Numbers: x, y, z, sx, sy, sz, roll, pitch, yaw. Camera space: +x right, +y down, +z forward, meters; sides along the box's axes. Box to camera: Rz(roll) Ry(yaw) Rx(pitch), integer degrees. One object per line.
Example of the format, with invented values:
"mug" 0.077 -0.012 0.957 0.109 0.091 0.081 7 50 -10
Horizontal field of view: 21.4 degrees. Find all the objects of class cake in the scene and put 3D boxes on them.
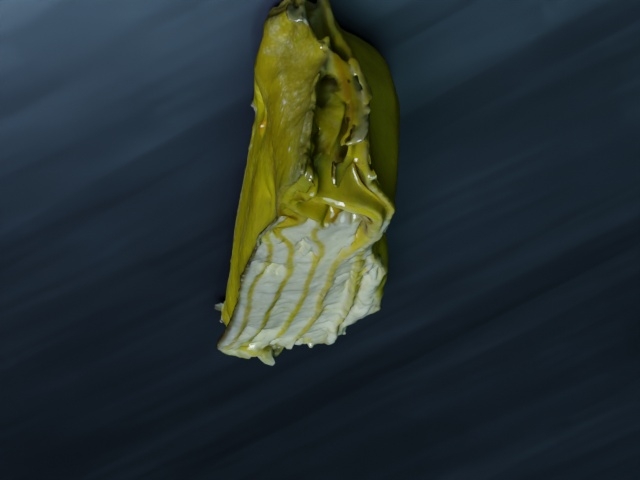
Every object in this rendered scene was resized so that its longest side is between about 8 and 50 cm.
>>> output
"cake" 0.004 0.000 0.681 0.079 0.116 0.185 5 122 -15
